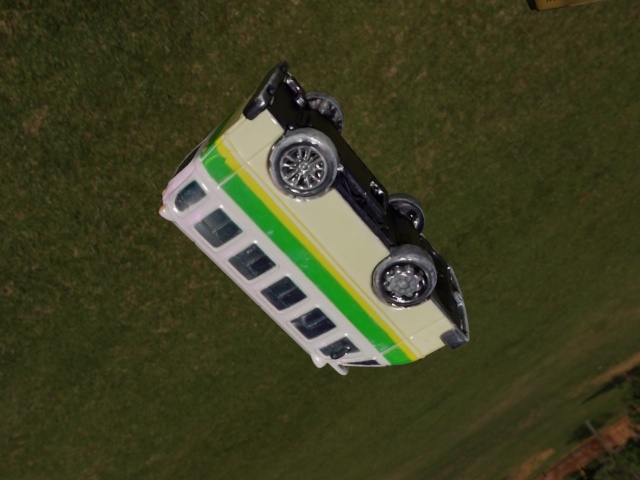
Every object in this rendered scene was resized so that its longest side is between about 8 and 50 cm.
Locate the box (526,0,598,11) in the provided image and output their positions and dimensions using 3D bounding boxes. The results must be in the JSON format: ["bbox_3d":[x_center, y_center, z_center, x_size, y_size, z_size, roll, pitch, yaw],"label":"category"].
[{"bbox_3d":[0.249,-0.342,0.535,0.240,0.159,0.071,41,71,-39],"label":"box"}]

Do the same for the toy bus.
[{"bbox_3d":[0.000,0.000,0.561,0.179,0.143,0.305,-35,112,21],"label":"toy bus"}]
